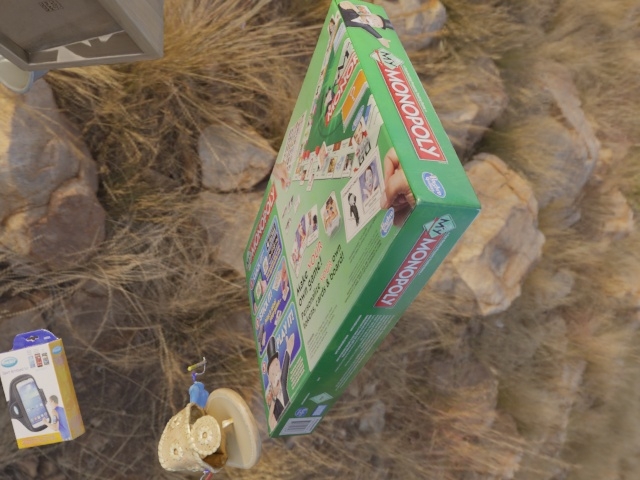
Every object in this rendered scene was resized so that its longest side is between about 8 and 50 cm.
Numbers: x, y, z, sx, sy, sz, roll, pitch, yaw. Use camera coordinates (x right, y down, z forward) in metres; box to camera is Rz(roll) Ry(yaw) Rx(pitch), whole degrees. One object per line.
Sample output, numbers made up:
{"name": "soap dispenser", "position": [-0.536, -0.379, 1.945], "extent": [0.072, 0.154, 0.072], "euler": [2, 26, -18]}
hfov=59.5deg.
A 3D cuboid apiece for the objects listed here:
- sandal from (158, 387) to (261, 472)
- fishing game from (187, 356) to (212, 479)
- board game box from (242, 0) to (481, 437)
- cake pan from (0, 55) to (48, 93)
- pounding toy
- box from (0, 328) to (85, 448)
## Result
{"name": "sandal", "position": [-0.137, 0.224, 0.608], "extent": [0.079, 0.240, 0.088], "euler": [-23, 82, -30]}
{"name": "fishing game", "position": [-0.262, 0.388, 1.165], "extent": [0.189, 0.041, 0.264], "euler": [41, 45, -87]}
{"name": "board game box", "position": [0.000, 0.000, 0.470], "extent": [0.046, 0.214, 0.317], "euler": [4, 140, -21]}
{"name": "cake pan", "position": [-0.583, -0.416, 1.011], "extent": [0.054, 0.293, 0.293], "euler": [-36, 124, -37]}
{"name": "pounding toy", "position": [-0.234, -0.208, 0.387], "extent": [0.206, 0.181, 0.094], "euler": [54, 33, -79]}
{"name": "box", "position": [-0.344, 0.180, 0.684], "extent": [0.028, 0.081, 0.136], "euler": [-24, 100, -75]}
